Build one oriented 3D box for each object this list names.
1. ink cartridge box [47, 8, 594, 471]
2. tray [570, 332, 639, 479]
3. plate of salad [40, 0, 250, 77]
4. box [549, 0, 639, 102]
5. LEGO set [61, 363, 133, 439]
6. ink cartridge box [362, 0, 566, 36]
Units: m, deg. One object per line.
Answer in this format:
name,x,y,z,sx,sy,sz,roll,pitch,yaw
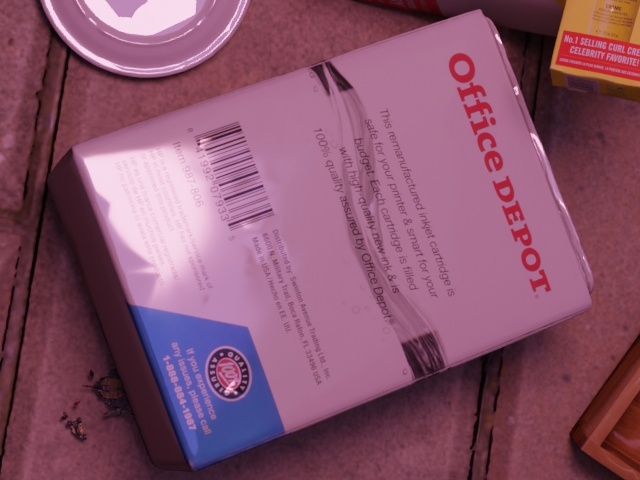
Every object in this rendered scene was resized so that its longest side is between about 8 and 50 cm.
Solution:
ink cartridge box,0.000,0.000,1.646,0.394,0.166,0.286,-20,89,-18
tray,0.461,0.218,1.757,0.411,0.076,0.203,34,96,-6
plate of salad,-0.160,-0.248,1.711,0.199,0.048,0.200,0,92,-7
box,0.255,-0.235,1.543,0.087,0.058,0.232,14,83,13
LEGO set,-0.194,0.140,1.679,0.083,0.023,0.054,-27,88,0
ink cartridge box,0.231,-0.330,1.682,0.384,0.160,0.279,12,80,13
